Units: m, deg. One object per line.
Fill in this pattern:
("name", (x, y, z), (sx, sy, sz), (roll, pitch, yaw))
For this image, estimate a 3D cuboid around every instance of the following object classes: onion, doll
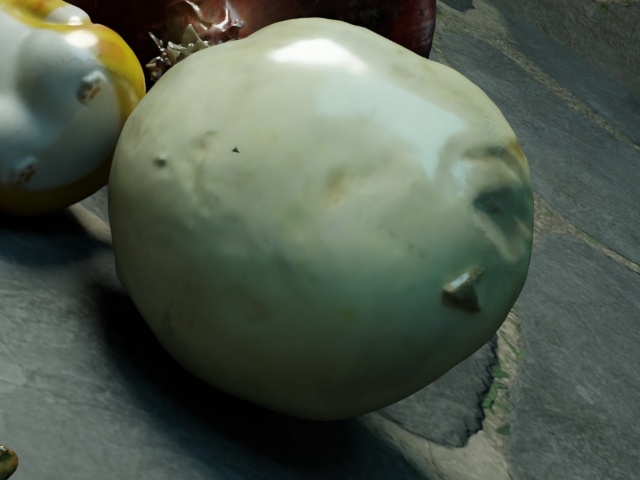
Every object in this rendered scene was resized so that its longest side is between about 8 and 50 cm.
("onion", (-0.067, -0.191, 1.351), (0.348, 0.347, 0.285), (32, 30, -5))
("doll", (-0.254, -0.139, 1.200), (0.269, 0.166, 0.162), (42, -3, 10))

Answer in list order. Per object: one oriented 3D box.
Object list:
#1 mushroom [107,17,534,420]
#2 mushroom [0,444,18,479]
("mushroom", (0.000, 0.000, 1.193), (0.314, 0.314, 0.336), (39, -11, 14))
("mushroom", (-0.216, 0.107, 0.840), (0.088, 0.072, 0.129), (7, 0, 34))
